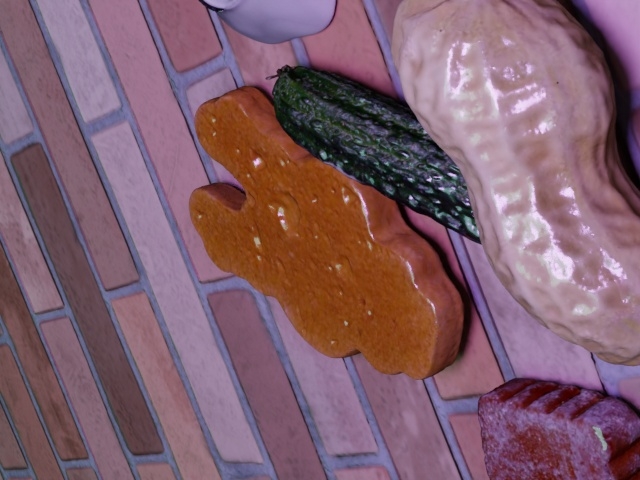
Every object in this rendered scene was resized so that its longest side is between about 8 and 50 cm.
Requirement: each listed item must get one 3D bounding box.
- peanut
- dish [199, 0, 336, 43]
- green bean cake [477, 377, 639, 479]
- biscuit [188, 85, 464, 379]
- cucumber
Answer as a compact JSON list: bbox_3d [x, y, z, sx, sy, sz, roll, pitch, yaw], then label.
[{"bbox_3d":[0.153,-0.052,0.934,0.136,0.120,0.298,-25,93,59],"label":"peanut"},{"bbox_3d":[-0.068,-0.243,1.141,0.191,0.066,0.190,28,130,39],"label":"dish"},{"bbox_3d":[0.190,0.176,1.068,0.135,0.056,0.135,11,118,50],"label":"green bean cake"},{"bbox_3d":[0.000,0.000,1.213,0.334,0.047,0.202,37,136,36],"label":"biscuit"},{"bbox_3d":[0.046,-0.075,1.086,0.265,0.077,0.077,27,129,38],"label":"cucumber"}]
